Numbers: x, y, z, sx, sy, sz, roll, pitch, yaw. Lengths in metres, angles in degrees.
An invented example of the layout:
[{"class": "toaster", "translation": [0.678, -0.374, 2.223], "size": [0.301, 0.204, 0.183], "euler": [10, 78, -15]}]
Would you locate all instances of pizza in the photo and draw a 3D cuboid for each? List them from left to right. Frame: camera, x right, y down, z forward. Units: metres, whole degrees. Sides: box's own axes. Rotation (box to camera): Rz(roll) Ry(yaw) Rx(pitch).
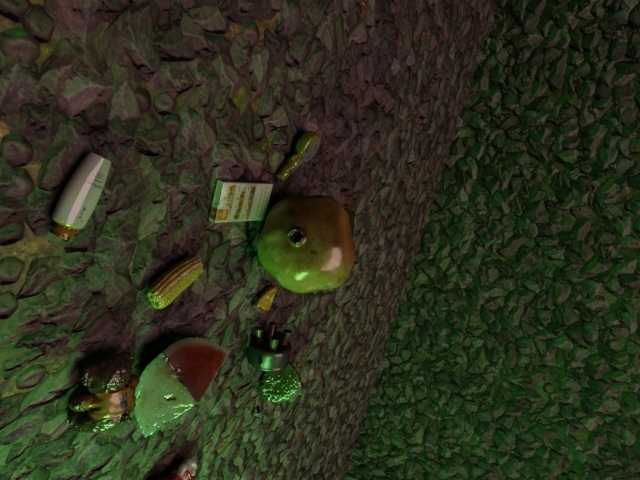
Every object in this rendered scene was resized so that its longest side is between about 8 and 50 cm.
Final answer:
[{"class": "pizza", "translation": [-0.200, 0.221, 1.650], "size": [0.123, 0.026, 0.109], "euler": [-43, 147, -40]}]

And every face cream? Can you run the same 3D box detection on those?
[{"class": "face cream", "translation": [-0.483, -0.089, 0.927], "size": [0.182, 0.051, 0.072], "euler": [-64, 155, -3]}]

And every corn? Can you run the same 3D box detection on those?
[{"class": "corn", "translation": [-0.383, 0.107, 1.223], "size": [0.165, 0.063, 0.085], "euler": [-44, 135, -37]}]

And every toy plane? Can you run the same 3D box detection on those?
[{"class": "toy plane", "translation": [-0.257, 0.722, 1.911], "size": [0.083, 0.033, 0.080], "euler": [51, 52, -58]}]

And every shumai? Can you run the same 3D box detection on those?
[{"class": "shumai", "translation": [-0.149, 0.571, 1.890], "size": [0.142, 0.184, 0.184], "euler": [42, 72, -85]}]

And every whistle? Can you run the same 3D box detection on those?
[{"class": "whistle", "translation": [-0.075, -0.271, 1.480], "size": [0.198, 0.057, 0.104], "euler": [-49, 163, -13]}]

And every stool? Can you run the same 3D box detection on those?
[{"class": "stool", "translation": [-0.185, 0.378, 1.691], "size": [0.228, 0.153, 0.139], "euler": [-119, -140, -72]}]

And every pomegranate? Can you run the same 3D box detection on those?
[{"class": "pomegranate", "translation": [-0.036, 0.008, 1.474], "size": [0.332, 0.332, 0.332], "euler": [-38, 141, -40]}]

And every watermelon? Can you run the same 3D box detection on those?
[{"class": "watermelon", "translation": [-0.395, 0.391, 1.316], "size": [0.260, 0.176, 0.256], "euler": [-60, 168, -61]}]

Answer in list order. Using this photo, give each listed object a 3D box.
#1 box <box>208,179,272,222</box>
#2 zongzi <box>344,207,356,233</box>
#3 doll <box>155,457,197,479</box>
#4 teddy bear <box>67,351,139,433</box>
[{"class": "box", "translation": [-0.229, -0.114, 1.352], "size": [0.220, 0.032, 0.122], "euler": [-8, 119, -58]}, {"class": "zongzi", "translation": [0.000, 0.000, 1.714], "size": [0.300, 0.145, 0.274], "euler": [3, 104, -53]}, {"class": "doll", "translation": [-0.507, 0.840, 1.482], "size": [0.290, 0.130, 0.161], "euler": [-47, 162, -57]}, {"class": "teddy bear", "translation": [-0.518, 0.367, 1.127], "size": [0.177, 0.140, 0.190], "euler": [-18, 118, -50]}]
